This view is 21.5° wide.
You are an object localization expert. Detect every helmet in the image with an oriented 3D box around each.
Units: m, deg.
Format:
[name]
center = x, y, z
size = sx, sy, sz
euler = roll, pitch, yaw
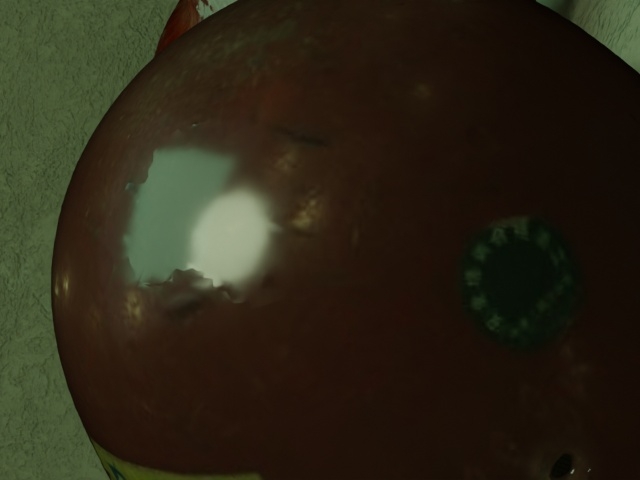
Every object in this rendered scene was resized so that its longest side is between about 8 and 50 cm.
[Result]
[helmet]
center = 0.000, 0.000, 0.774
size = 0.385, 0.230, 0.337
euler = 4, 49, 52

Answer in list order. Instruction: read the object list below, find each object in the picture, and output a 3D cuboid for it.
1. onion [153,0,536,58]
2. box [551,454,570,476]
[onion]
center = 0.017, -0.127, 1.365
size = 0.341, 0.341, 0.341
euler = -159, 90, -83
[box]
center = 0.118, 0.121, 0.858
size = 0.024, 0.053, 0.083
euler = 150, 142, -81
